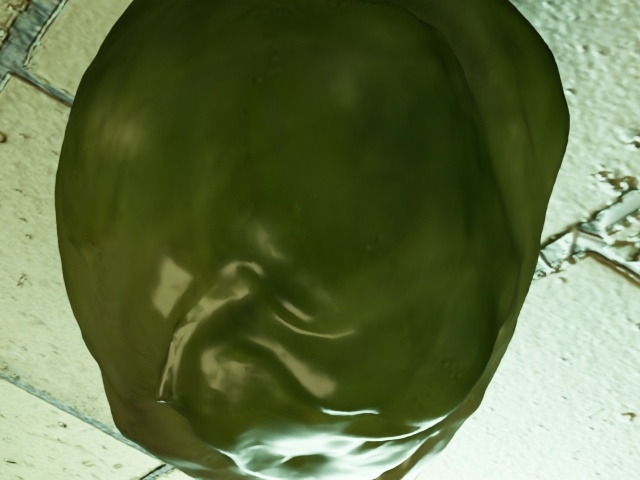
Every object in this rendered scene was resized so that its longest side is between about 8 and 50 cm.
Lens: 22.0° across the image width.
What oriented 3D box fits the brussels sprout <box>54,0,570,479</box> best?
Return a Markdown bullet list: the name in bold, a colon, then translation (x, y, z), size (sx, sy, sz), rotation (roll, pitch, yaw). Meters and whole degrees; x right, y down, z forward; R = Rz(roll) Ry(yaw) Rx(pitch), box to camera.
- **brussels sprout**: translation (-0.001, -0.014, 0.785), size (0.243, 0.273, 0.316), rotation (-5, 153, 2)
